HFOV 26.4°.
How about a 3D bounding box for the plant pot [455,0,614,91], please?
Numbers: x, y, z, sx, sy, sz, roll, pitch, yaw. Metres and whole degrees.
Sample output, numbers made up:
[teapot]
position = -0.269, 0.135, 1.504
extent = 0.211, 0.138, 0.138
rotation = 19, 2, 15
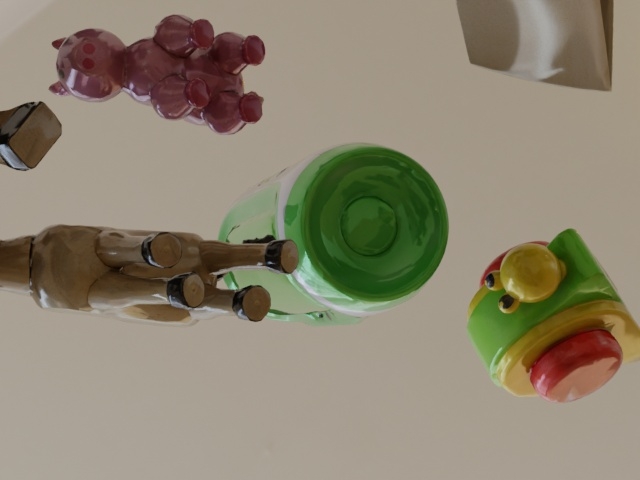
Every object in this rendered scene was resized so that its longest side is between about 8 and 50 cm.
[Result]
[plant pot]
position = 0.144, -0.170, 0.917
extent = 0.096, 0.109, 0.109
rotation = -2, -37, 17

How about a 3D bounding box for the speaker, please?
[speaker]
position = 0.000, 0.000, 1.071
extent = 0.131, 0.131, 0.296
rotation = -34, 5, -15

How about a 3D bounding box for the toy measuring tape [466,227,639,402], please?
[toy measuring tape]
position = 0.192, 0.084, 1.052
extent = 0.121, 0.121, 0.330
rotation = -41, -34, 5

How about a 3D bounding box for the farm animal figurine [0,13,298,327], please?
[farm animal figurine]
position = -0.189, -0.051, 0.654
extent = 0.172, 0.330, 0.327
rotation = -3, 27, 41
